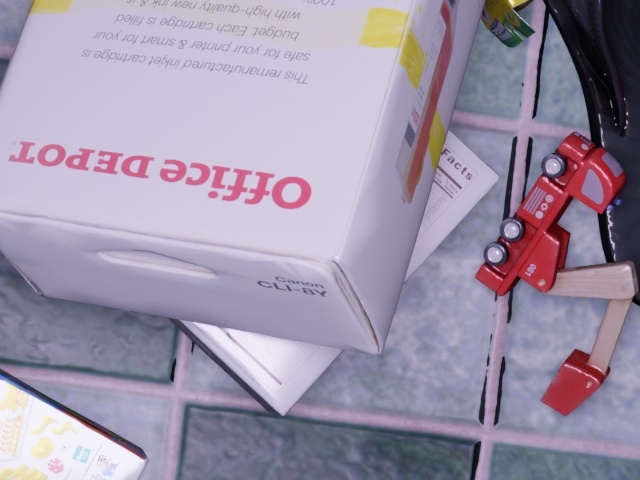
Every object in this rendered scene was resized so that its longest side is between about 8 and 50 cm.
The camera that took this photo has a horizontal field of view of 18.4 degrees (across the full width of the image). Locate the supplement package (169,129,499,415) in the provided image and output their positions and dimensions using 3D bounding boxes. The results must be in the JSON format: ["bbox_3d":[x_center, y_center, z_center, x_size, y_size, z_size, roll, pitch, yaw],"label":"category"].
[{"bbox_3d":[0.000,0.000,1.512,0.139,0.134,0.244,44,83,-2],"label":"supplement package"}]

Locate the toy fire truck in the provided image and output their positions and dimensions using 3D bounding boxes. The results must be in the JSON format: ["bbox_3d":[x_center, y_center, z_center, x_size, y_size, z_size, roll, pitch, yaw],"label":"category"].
[{"bbox_3d":[0.199,0.026,1.550,0.135,0.047,0.192,36,111,10],"label":"toy fire truck"}]

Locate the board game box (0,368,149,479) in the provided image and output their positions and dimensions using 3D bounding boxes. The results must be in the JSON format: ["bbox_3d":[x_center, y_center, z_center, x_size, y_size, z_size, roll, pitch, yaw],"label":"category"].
[{"bbox_3d":[-0.283,0.152,1.466,0.275,0.142,0.144,31,84,-5],"label":"board game box"}]

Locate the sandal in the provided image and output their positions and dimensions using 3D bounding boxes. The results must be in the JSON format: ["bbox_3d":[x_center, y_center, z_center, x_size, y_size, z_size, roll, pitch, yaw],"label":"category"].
[{"bbox_3d":[0.270,-0.162,1.566,0.167,0.107,0.446,-15,90,-7],"label":"sandal"}]

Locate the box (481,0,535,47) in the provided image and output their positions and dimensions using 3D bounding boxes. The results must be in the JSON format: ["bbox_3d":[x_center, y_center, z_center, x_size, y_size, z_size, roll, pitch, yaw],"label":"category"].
[{"bbox_3d":[0.125,-0.240,1.554,0.043,0.105,0.179,-27,91,-7],"label":"box"}]

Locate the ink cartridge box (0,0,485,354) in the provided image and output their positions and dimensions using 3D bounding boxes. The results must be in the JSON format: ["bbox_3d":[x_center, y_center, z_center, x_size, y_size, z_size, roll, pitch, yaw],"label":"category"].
[{"bbox_3d":[-0.050,-0.137,1.392,0.279,0.160,0.385,9,66,20],"label":"ink cartridge box"}]
